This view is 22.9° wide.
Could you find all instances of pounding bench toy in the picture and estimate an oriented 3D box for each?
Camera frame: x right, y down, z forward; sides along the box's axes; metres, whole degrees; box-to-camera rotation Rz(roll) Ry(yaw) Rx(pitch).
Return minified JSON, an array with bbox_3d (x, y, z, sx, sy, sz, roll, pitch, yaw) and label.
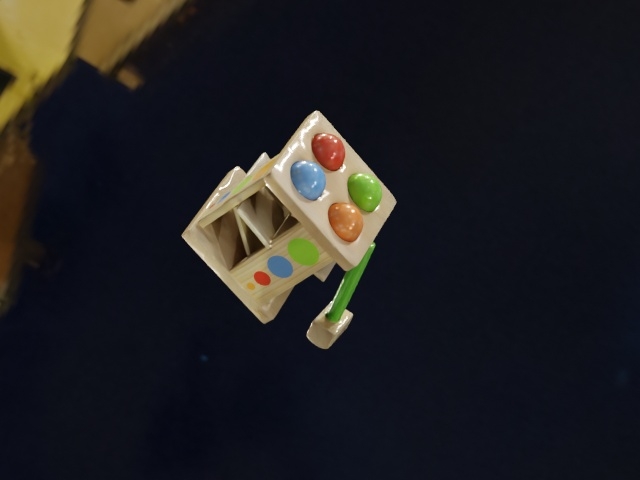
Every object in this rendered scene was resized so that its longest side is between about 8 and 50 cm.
[{"bbox_3d":[0.000,0.000,0.656,0.065,0.083,0.052,-32,-163,38],"label":"pounding bench toy"}]
